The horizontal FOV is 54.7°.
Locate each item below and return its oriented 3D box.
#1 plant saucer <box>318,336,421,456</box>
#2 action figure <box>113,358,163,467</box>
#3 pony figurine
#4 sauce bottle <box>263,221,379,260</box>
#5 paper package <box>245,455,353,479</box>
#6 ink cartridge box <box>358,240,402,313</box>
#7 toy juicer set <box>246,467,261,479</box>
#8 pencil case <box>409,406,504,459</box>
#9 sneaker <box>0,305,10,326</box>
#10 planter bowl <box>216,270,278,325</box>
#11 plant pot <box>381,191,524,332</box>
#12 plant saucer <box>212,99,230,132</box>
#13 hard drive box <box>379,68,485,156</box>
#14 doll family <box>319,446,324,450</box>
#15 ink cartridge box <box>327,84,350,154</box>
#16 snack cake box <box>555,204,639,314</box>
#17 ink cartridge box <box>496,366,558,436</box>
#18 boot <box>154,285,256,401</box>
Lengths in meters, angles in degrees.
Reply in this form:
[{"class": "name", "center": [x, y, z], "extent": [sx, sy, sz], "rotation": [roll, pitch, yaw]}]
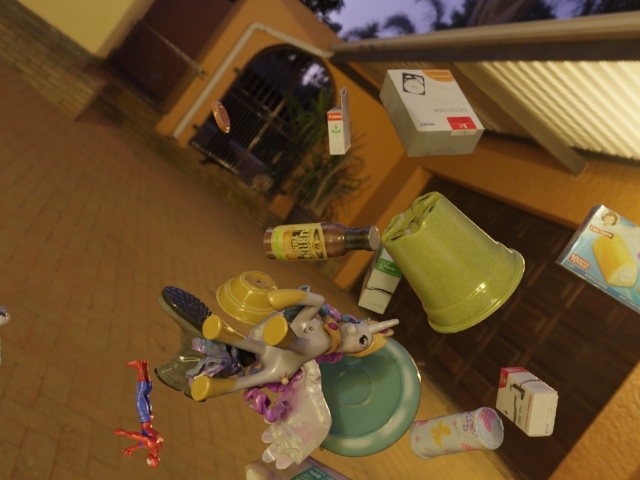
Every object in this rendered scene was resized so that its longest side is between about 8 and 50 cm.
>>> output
[{"class": "plant saucer", "center": [0.085, 0.363, 1.516], "extent": [0.318, 0.317, 0.043], "rotation": [39, -11, 33]}, {"class": "action figure", "center": [-0.503, 0.475, 1.657], "extent": [0.091, 0.139, 0.280], "rotation": [70, 1, -75]}, {"class": "pony figurine", "center": [-0.064, 0.221, 1.133], "extent": [0.364, 0.351, 0.302], "rotation": [18, 39, -51]}, {"class": "sauce bottle", "center": [0.000, 0.000, 1.778], "extent": [0.345, 0.111, 0.111], "rotation": [-5, -21, 30]}, {"class": "paper package", "center": [-0.030, 0.738, 1.605], "extent": [0.168, 0.309, 0.325], "rotation": [-19, 21, -39]}, {"class": "ink cartridge box", "center": [0.195, 0.097, 1.886], "extent": [0.087, 0.208, 0.153], "rotation": [20, 36, 0]}, {"class": "toy juicer set", "center": [-0.163, 0.664, 1.262], "extent": [0.209, 0.329, 0.089], "rotation": [28, -19, 21]}, {"class": "pencil case", "center": [0.376, 0.544, 1.733], "extent": [0.124, 0.273, 0.113], "rotation": [18, 58, -32]}, {"class": "sneaker", "center": [-0.822, 0.242, 1.399], "extent": [0.129, 0.297, 0.111], "rotation": [61, 7, -8]}, {"class": "planter bowl", "center": [-0.198, 0.154, 1.869], "extent": [0.217, 0.090, 0.217], "rotation": [17, 29, -10]}, {"class": "plant pot", "center": [0.289, 0.032, 1.463], "extent": [0.254, 0.276, 0.276], "rotation": [47, 1, -13]}, {"class": "plant saucer", "center": [-0.245, -0.308, 1.537], "extent": [0.083, 0.013, 0.083], "rotation": [-18, 90, -79]}, {"class": "hard drive box", "center": [0.273, -0.322, 1.548], "extent": [0.181, 0.089, 0.232], "rotation": [-6, 54, -18]}, {"class": "doll family", "center": [0.047, 0.561, 1.798], "extent": [0.193, 0.111, 0.076], "rotation": [-2, 60, -34]}, {"class": "ink cartridge box", "center": [0.032, -0.217, 1.113], "extent": [0.029, 0.115, 0.063], "rotation": [0, 21, 14]}, {"class": "snack cake box", "center": [0.653, 0.057, 1.293], "extent": [0.264, 0.152, 0.089], "rotation": [33, 8, 11]}, {"class": "ink cartridge box", "center": [0.441, 0.344, 1.330], "extent": [0.056, 0.099, 0.135], "rotation": [2, 10, -15]}, {"class": "boot", "center": [-0.247, 0.205, 1.139], "extent": [0.246, 0.161, 0.083], "rotation": [48, 8, -33]}]
